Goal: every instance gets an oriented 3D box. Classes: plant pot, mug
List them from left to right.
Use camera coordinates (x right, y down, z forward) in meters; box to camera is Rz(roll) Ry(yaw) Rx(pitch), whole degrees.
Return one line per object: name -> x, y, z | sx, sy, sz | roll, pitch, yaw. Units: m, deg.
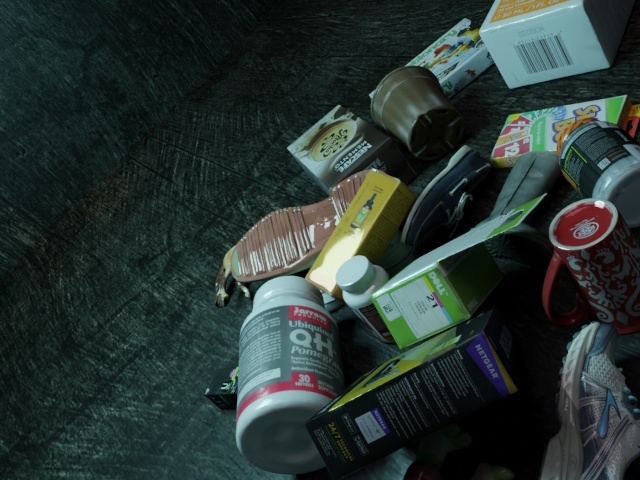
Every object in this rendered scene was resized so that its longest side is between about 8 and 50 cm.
plant pot -> 0.214, -0.263, 1.557 | 0.167, 0.167, 0.165 | -36, 40, 7
mug -> 0.372, 0.045, 0.982 | 0.150, 0.169, 0.113 | -47, 33, -11

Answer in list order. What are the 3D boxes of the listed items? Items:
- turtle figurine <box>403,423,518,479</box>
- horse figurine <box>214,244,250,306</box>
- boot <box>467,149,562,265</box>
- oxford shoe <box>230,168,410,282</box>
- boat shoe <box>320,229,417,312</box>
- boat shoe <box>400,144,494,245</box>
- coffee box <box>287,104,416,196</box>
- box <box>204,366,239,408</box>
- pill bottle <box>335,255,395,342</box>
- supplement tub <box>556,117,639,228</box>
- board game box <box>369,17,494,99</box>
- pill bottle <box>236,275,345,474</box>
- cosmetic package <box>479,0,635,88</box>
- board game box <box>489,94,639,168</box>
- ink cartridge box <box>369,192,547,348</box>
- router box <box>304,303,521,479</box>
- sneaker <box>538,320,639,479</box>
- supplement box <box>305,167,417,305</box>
turtle figurine -> 0.127, 0.347, 0.840 | 0.198, 0.274, 0.266 | 26, 61, 27
horse figurine -> -0.143, 0.045, 1.631 | 0.263, 0.066, 0.174 | -29, 39, 14
boot -> 0.361, -0.061, 1.235 | 0.208, 0.076, 0.190 | -45, 33, -20
oxford shoe -> 0.000, 0.000, 1.474 | 0.397, 0.146, 0.140 | -23, 62, 24
boat shoe -> 0.050, 0.056, 1.389 | 0.268, 0.088, 0.096 | -25, 35, 23
boat shoe -> 0.235, -0.073, 1.346 | 0.079, 0.095, 0.254 | 32, 55, 15
coffee box -> 0.063, -0.178, 1.635 | 0.168, 0.119, 0.297 | -40, 31, -1
box -> -0.165, 0.278, 1.377 | 0.083, 0.052, 0.062 | -12, 40, 39
pill bottle -> 0.093, 0.097, 1.231 | 0.086, 0.152, 0.086 | -27, 34, 20
supplement tub -> 0.451, -0.112, 1.144 | 0.117, 0.117, 0.190 | -33, 33, 12
board game box -> 0.277, -0.398, 1.743 | 0.305, 0.053, 0.193 | -38, 31, 4
pill bottle -> -0.050, 0.209, 1.222 | 0.176, 0.176, 0.318 | -30, 34, 17
cosmetic package -> 0.534, -0.545, 1.551 | 0.230, 0.161, 0.453 | -5, 46, 44
board game box -> 0.445, -0.197, 1.338 | 0.260, 0.039, 0.124 | -1, 50, 43
ink cartridge box -> 0.227, 0.045, 1.093 | 0.255, 0.097, 0.189 | -30, 0, 33
router box -> 0.139, 0.188, 0.973 | 0.243, 0.081, 0.309 | -31, -7, 14
sneaker -> 0.346, 0.228, 0.877 | 0.122, 0.110, 0.283 | 5, 53, 27
supplement box -> 0.073, -0.005, 1.290 | 0.078, 0.080, 0.233 | 30, 90, 42
